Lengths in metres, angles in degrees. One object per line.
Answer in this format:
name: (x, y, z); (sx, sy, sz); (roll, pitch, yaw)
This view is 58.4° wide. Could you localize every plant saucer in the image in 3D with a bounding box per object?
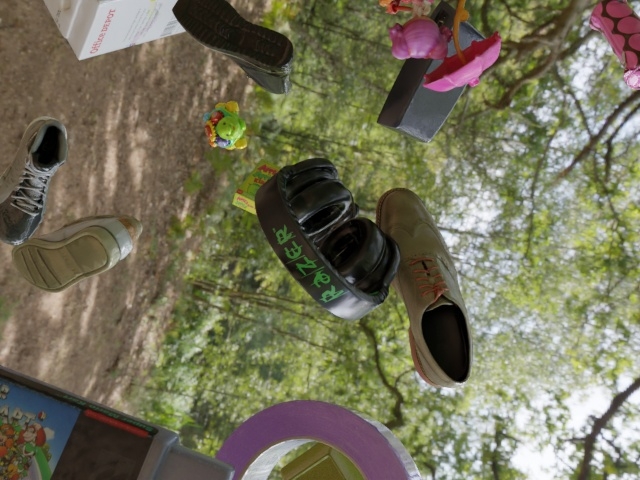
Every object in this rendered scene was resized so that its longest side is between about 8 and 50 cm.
plant saucer: (0.016, 0.542, 1.240); (0.188, 0.188, 0.045); (-40, 163, 18)

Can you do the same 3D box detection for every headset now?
headset: (0.000, 0.000, 0.917); (0.185, 0.243, 0.394); (-38, -177, 19)

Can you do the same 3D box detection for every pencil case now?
pencil case: (0.643, -0.421, 1.208); (0.095, 0.098, 0.209); (95, -15, -58)

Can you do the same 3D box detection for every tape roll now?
tape roll: (-0.009, 0.340, 0.705); (0.090, 0.275, 0.275); (46, 53, -63)

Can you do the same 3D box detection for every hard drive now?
hard drive: (0.228, -0.322, 1.142); (0.054, 0.172, 0.255); (39, -71, 36)

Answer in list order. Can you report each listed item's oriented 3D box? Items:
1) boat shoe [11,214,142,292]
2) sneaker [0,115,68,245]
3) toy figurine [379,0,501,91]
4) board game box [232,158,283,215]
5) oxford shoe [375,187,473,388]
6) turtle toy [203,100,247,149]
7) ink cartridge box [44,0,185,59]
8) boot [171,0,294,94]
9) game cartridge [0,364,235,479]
boat shoe: (-0.448, 0.020, 1.059); (0.103, 0.302, 0.113); (-45, 120, -52)
sneaker: (-0.474, -0.098, 0.934); (0.132, 0.086, 0.229); (12, -95, 57)
toy figurine: (0.110, -0.223, 0.534); (0.130, 0.173, 0.159); (-157, -112, -78)
board game box: (-0.158, -0.144, 1.555); (0.181, 0.092, 0.043); (-63, 177, -48)
oxford shoe: (0.182, 0.068, 0.938); (0.130, 0.123, 0.348); (111, -38, -80)
turtle toy: (-0.186, -0.220, 1.115); (0.130, 0.066, 0.095); (13, -61, 56)
ink cartridge box: (-0.351, -0.491, 1.044); (0.270, 0.197, 0.198); (-32, -174, -34)
boot: (-0.134, -0.300, 0.910); (0.077, 0.198, 0.137); (-57, 176, -7)
game cartridge: (-0.273, 0.228, 0.464); (0.068, 0.355, 0.230); (92, 17, -78)
